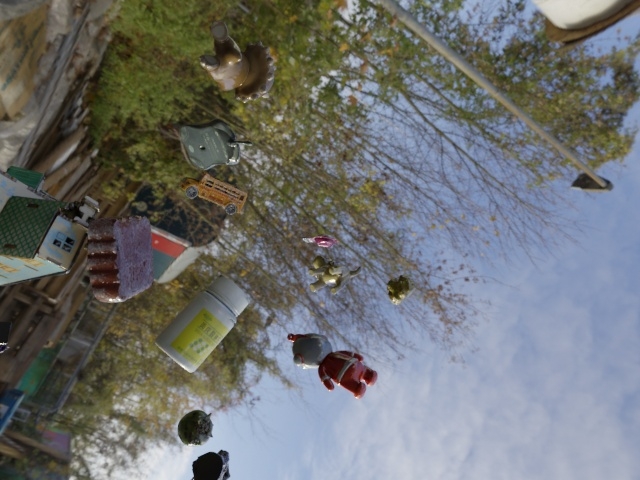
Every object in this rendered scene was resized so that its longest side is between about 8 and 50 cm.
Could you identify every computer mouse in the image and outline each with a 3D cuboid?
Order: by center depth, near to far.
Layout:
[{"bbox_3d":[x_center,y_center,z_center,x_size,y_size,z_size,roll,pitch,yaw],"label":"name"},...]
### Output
[{"bbox_3d":[-0.331,-0.322,1.386,0.379,0.167,0.090,11,-140,40],"label":"computer mouse"}]

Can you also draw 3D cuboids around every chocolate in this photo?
[{"bbox_3d":[-0.218,0.465,0.864,0.147,0.070,0.072,103,12,-61],"label":"chocolate"}]

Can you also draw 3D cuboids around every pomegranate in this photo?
[{"bbox_3d":[-0.493,0.760,1.707,0.169,0.148,0.149,-15,-136,34],"label":"pomegranate"}]

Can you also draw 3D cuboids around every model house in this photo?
[{"bbox_3d":[-0.524,-0.043,0.669,0.270,0.206,0.178,-8,-122,32],"label":"model house"}]

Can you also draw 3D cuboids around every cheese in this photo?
[{"bbox_3d":[0.000,0.000,1.602,0.145,0.095,0.038,2,-109,26],"label":"cheese"}]

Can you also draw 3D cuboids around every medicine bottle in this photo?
[{"bbox_3d":[-0.330,0.232,1.201,0.258,0.143,0.143,-51,-165,-22],"label":"medicine bottle"}]

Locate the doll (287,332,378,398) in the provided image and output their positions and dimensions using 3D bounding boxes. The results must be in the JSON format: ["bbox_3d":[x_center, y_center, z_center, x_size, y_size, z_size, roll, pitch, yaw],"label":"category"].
[{"bbox_3d":[0.015,0.288,1.015,0.142,0.245,0.076,-25,130,-51],"label":"doll"}]

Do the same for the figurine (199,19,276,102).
[{"bbox_3d":[-0.220,-0.508,1.243,0.247,0.172,0.177,75,29,-77],"label":"figurine"}]

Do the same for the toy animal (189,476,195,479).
[{"bbox_3d":[-0.476,1.033,1.650,0.122,0.185,0.298,-30,155,-14],"label":"toy animal"}]

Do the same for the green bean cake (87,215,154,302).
[{"bbox_3d":[-0.330,0.027,0.700,0.135,0.056,0.136,-92,180,-84],"label":"green bean cake"}]

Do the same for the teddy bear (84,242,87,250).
[{"bbox_3d":[-0.652,0.052,1.275,0.119,0.077,0.160,-49,-117,34],"label":"teddy bear"}]

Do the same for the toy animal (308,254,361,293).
[{"bbox_3d":[0.036,0.133,1.746,0.168,0.121,0.233,-22,-163,-34],"label":"toy animal"}]

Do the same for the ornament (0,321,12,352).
[{"bbox_3d":[-1.118,0.359,1.453,0.203,0.081,0.088,-55,-141,39],"label":"ornament"}]

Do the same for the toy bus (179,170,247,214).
[{"bbox_3d":[-0.274,-0.127,1.078,0.074,0.162,0.069,-62,-149,6],"label":"toy bus"}]

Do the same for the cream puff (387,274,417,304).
[{"bbox_3d":[0.347,0.208,1.856,0.146,0.116,0.146,-35,155,-19],"label":"cream puff"}]
